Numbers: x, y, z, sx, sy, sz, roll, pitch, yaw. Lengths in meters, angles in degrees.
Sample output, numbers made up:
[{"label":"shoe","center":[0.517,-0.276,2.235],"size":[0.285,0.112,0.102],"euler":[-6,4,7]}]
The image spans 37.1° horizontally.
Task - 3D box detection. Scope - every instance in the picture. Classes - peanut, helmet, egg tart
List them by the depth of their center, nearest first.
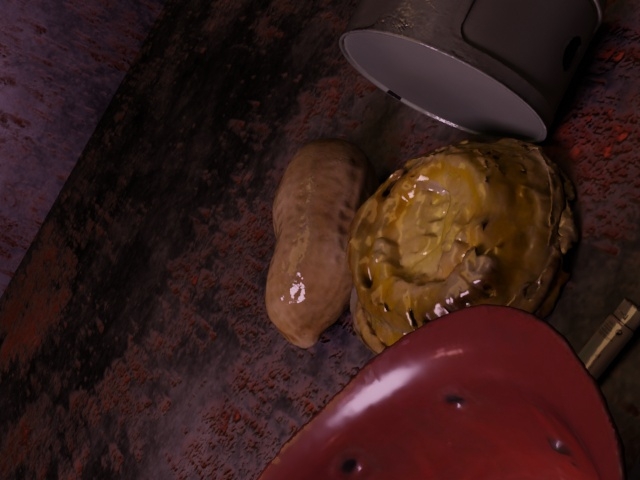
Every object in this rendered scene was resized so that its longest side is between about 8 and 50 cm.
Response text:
[{"label":"helmet","center":[0.097,0.263,0.609],"size":[0.337,0.230,0.385],"euler":[5,62,59]},{"label":"egg tart","center":[0.118,0.002,0.942],"size":[0.279,0.095,0.278],"euler":[-31,43,34]},{"label":"peanut","center":[0.000,0.000,1.120],"size":[0.137,0.122,0.253],"euler":[-37,40,53]}]

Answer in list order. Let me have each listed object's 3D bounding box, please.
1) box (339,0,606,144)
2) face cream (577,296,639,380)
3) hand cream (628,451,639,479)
[{"label":"box","center":[0.150,-0.212,0.947],"size":[0.226,0.226,0.149],"euler":[19,82,61]},{"label":"face cream","center":[0.220,0.097,0.774],"size":[0.115,0.020,0.038],"euler":[-55,30,14]},{"label":"hand cream","center":[0.242,0.159,0.662],"size":[0.065,0.043,0.170],"euler":[20,85,58]}]
